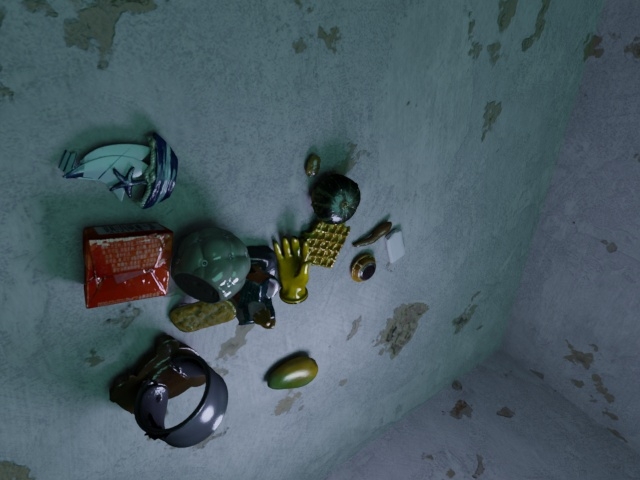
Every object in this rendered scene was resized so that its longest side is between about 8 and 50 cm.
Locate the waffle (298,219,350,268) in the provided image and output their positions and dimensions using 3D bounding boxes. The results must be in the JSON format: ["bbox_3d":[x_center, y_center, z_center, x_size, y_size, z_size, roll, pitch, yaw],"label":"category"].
[{"bbox_3d":[0.000,0.000,1.799,0.219,0.057,0.229,9,112,-43],"label":"waffle"}]

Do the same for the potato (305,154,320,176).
[{"bbox_3d":[-0.025,-0.264,1.600,0.051,0.040,0.083,-6,124,-44],"label":"potato"}]

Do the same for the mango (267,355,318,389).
[{"bbox_3d":[-0.128,0.618,2.100,0.251,0.114,0.156,-4,132,-25],"label":"mango"}]

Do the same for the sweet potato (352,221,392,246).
[{"bbox_3d":[0.230,-0.017,1.992,0.214,0.050,0.050,-33,135,-14],"label":"sweet potato"}]

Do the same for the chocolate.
[{"bbox_3d":[-0.571,0.064,1.325,0.238,0.108,0.234,-9,124,-38],"label":"chocolate"}]

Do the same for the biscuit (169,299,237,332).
[{"bbox_3d":[-0.406,0.258,1.562,0.247,0.029,0.118,-19,116,14],"label":"biscuit"}]

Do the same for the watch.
[{"bbox_3d":[-0.507,0.556,1.566,0.335,0.327,0.314,-37,136,-13],"label":"watch"}]

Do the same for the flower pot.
[{"bbox_3d":[-0.343,0.077,1.432,0.195,0.246,0.246,-63,149,-36],"label":"flower pot"}]

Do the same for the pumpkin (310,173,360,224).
[{"bbox_3d":[0.057,-0.152,1.670,0.190,0.146,0.190,-4,98,-31],"label":"pumpkin"}]

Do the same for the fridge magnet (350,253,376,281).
[{"bbox_3d":[0.200,0.129,2.056,0.143,0.063,0.143,-19,126,-29],"label":"fridge magnet"}]

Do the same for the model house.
[{"bbox_3d":[-0.210,0.204,1.600,0.190,0.301,0.271,-1,120,-32],"label":"model house"}]

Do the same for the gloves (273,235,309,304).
[{"bbox_3d":[-0.109,0.099,1.727,0.133,0.116,0.294,-1,127,-1],"label":"gloves"}]

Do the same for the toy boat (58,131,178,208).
[{"bbox_3d":[-0.529,-0.172,1.226,0.292,0.070,0.210,-21,126,-24],"label":"toy boat"}]

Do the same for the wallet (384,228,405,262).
[{"bbox_3d":[0.354,0.025,2.135,0.095,0.033,0.190,-36,136,-18],"label":"wallet"}]
